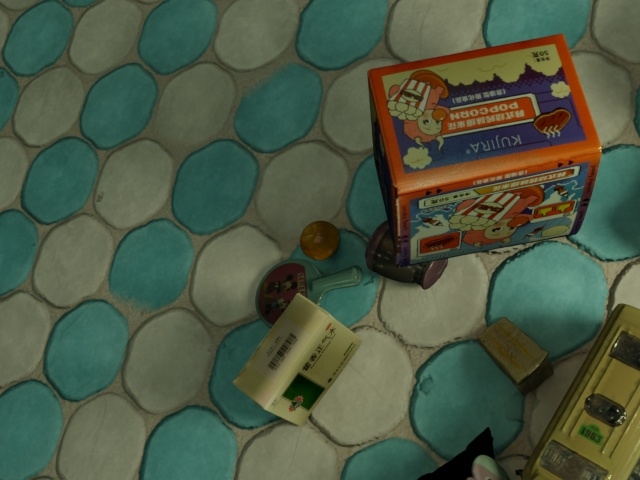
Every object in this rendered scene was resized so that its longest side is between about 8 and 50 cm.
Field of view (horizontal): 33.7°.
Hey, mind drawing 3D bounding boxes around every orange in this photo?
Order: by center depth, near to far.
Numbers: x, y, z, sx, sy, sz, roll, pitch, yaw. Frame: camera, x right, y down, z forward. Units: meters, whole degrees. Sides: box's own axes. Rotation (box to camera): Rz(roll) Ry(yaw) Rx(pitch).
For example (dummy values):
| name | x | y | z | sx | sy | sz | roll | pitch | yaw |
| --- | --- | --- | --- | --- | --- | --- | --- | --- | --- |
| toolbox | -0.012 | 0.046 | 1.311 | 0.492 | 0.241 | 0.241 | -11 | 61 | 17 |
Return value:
| name | x | y | z | sx | sy | sz | roll | pitch | yaw |
| --- | --- | --- | --- | --- | --- | --- | --- | --- | --- |
| orange | 0.000 | 0.000 | 2.130 | 0.083 | 0.070 | 0.083 | -27 | 42 | 27 |

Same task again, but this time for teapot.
| name | x | y | z | sx | sy | sz | roll | pitch | yaw |
| --- | --- | --- | --- | --- | --- | --- | --- | --- | --- |
| teapot | 0.176 | 0.028 | 2.028 | 0.146 | 0.148 | 0.116 | 30 | 120 | 22 |

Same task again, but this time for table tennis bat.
| name | x | y | z | sx | sy | sz | roll | pitch | yaw |
| --- | --- | --- | --- | --- | --- | --- | --- | --- | --- |
| table tennis bat | -0.026 | 0.099 | 2.126 | 0.244 | 0.040 | 0.153 | -17 | 62 | 24 |

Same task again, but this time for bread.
| name | x | y | z | sx | sy | sz | roll | pitch | yaw |
| --- | --- | --- | --- | --- | --- | --- | --- | --- | --- |
| bread | 0.336 | 0.191 | 1.864 | 0.077 | 0.105 | 0.152 | -40 | 58 | -1 |

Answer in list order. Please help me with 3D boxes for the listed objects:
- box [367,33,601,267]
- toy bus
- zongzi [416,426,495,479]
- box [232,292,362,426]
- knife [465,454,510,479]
| name | x | y | z | sx | sy | sz | roll | pitch | yaw |
| --- | --- | --- | --- | --- | --- | --- | --- | --- | --- |
| box | 0.276 | -0.143 | 1.858 | 0.349 | 0.318 | 0.257 | -10 | 64 | -1 |
| toy bus | 0.470 | 0.295 | 1.696 | 0.177 | 0.202 | 0.365 | 27 | 84 | 33 |
| zongzi | 0.165 | 0.540 | 1.749 | 0.362 | 0.319 | 0.383 | -32 | 40 | 21 |
| box | -0.041 | 0.227 | 1.997 | 0.095 | 0.168 | 0.212 | 33 | 86 | 35 |
| knife | 0.366 | 0.508 | 1.659 | 0.038 | 0.132 | 0.398 | -42 | 79 | 29 |
